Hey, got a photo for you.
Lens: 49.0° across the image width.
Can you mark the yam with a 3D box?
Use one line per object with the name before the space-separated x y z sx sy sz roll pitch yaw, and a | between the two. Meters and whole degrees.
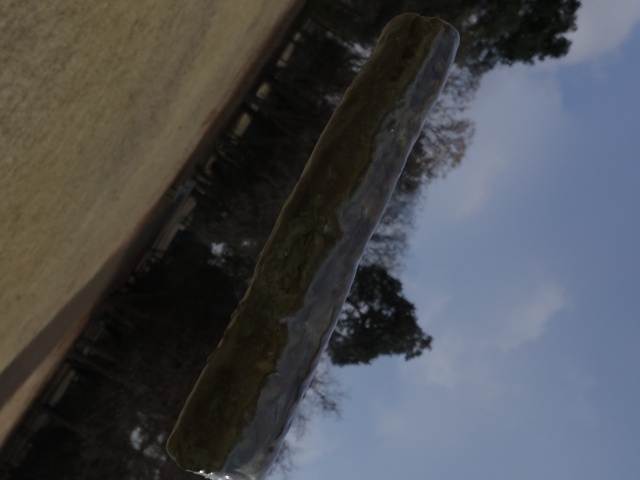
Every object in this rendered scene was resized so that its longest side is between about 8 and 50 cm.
yam | 0.000 0.000 0.387 0.274 0.061 0.061 -65 -169 -6
